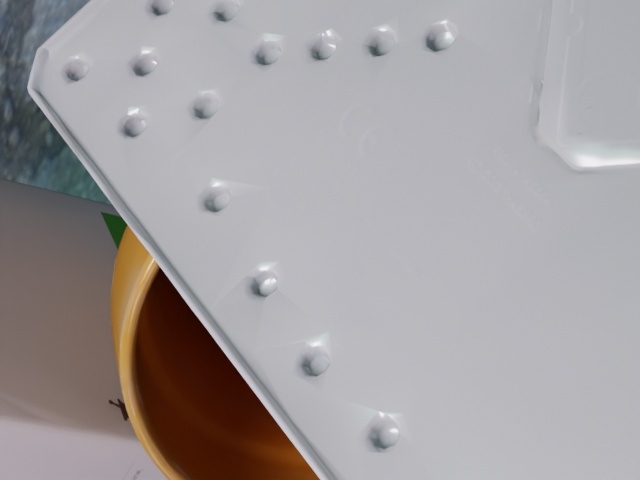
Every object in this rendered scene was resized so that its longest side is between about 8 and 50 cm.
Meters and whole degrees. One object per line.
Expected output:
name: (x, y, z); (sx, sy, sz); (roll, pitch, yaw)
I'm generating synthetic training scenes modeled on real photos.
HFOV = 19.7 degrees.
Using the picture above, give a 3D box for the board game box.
board game box: (0.136, -0.064, 0.624); (0.390, 0.050, 0.390); (-41, 54, 1)

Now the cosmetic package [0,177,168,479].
cosmetic package: (-0.192, 0.075, 0.907); (0.155, 0.365, 0.197); (-53, 43, 26)

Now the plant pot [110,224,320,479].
plant pot: (0.000, 0.000, 0.848); (0.205, 0.205, 0.188); (-59, 25, 20)
